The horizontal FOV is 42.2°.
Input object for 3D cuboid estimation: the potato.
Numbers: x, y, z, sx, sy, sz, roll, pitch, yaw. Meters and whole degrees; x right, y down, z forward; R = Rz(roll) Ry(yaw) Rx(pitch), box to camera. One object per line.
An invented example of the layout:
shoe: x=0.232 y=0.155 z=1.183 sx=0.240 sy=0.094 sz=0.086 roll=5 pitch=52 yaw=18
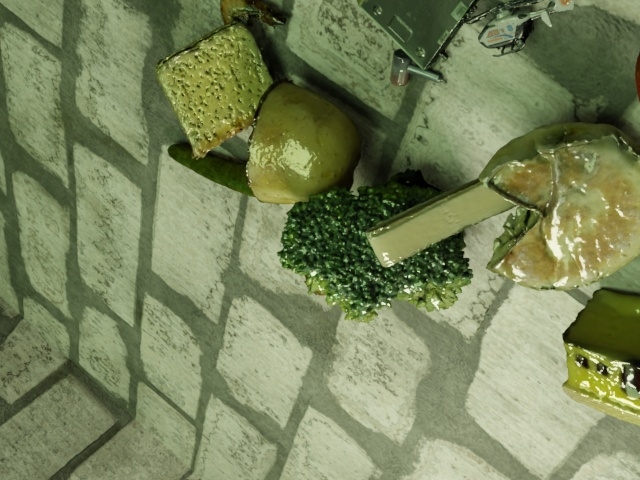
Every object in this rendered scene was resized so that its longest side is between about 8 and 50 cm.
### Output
potato: x=-0.020 y=-0.179 z=1.728 sx=0.242 sy=0.242 sz=0.285 roll=25 pitch=121 yaw=29

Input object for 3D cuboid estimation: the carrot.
carrot: x=-0.262 y=-0.181 z=2.072 sx=0.358 sy=0.074 sz=0.074 roll=21 pitch=133 yaw=34

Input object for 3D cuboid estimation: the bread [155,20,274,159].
bread: x=-0.224 y=-0.351 z=1.883 sx=0.279 sy=0.315 sz=0.248 roll=-25 pitch=111 yaw=10

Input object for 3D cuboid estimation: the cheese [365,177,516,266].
cheese: x=0.273 y=-0.068 z=1.468 sx=0.400 sy=0.034 sz=0.085 roll=-26 pitch=110 yaw=9

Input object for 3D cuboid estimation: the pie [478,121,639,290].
pie: x=0.427 y=-0.049 z=1.414 sx=0.337 sy=0.075 sz=0.337 roll=3 pitch=123 yaw=4

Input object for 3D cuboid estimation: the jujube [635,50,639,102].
jujube: x=0.599 y=-0.184 z=1.134 sx=0.342 sy=0.216 sz=0.216 roll=34 pitch=140 yaw=2

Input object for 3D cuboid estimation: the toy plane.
toy plane: x=0.324 y=-0.357 z=1.352 sx=0.197 sy=0.053 sz=0.078 roll=-11 pitch=126 yaw=44

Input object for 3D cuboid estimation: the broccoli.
broccoli: x=0.125 y=0.019 z=1.649 sx=0.338 sy=0.317 sz=0.277 roll=-27 pitch=70 yaw=23

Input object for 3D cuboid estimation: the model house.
model house: x=0.566 y=0.235 z=1.531 sx=0.193 sy=0.175 sz=0.234 roll=17 pitch=141 yaw=34

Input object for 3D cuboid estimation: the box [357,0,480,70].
box: x=0.189 y=-0.444 z=1.434 sx=0.211 sy=0.045 sz=0.270 roll=47 pitch=142 yaw=7

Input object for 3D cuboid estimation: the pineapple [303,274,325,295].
pineapple: x=0.000 y=0.000 z=1.930 sx=0.125 sy=0.125 sz=0.251 roll=14 pitch=123 yaw=37

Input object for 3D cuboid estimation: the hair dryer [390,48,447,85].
hair dryer: x=0.186 y=-0.312 z=1.556 sx=0.114 sy=0.037 sz=0.063 roll=24 pitch=137 yaw=20

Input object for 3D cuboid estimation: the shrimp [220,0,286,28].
shrimp: x=-0.141 y=-0.446 z=1.764 sx=0.195 sy=0.035 sz=0.148 roll=29 pitch=135 yaw=31
